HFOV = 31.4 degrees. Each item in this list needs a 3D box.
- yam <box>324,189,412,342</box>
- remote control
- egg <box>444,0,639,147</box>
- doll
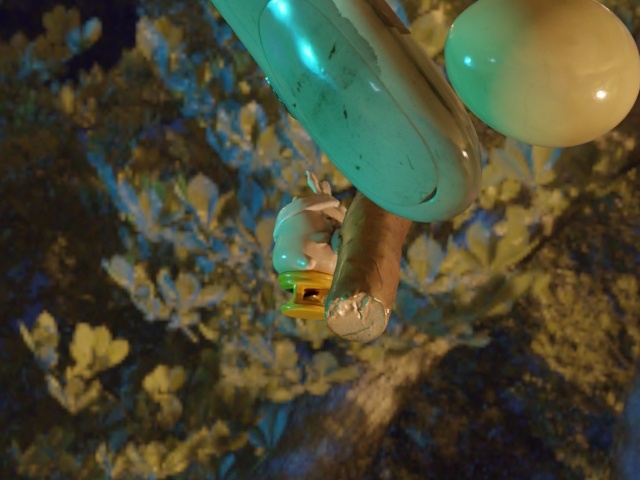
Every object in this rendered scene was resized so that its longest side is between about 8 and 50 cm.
[{"bbox_3d":[0.040,-0.005,0.869,0.057,0.057,0.241,7,-148,6],"label":"yam"},{"bbox_3d":[-0.006,-0.112,0.636,0.256,0.097,0.045,50,-134,8],"label":"remote control"},{"bbox_3d":[0.261,-0.205,1.339,0.241,0.186,0.186,9,-159,-21],"label":"egg"},{"bbox_3d":[0.000,0.000,0.964,0.073,0.127,0.084,14,164,-31],"label":"doll"}]
